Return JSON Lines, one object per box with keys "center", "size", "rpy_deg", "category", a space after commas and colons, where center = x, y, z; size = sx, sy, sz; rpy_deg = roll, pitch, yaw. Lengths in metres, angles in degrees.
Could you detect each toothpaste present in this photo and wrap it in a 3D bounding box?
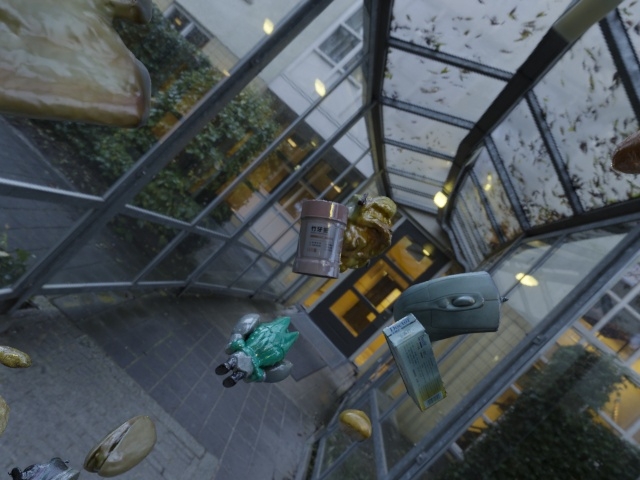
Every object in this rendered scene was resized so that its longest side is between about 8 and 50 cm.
{"center": [0.238, 0.311, 1.018], "size": [0.071, 0.089, 0.312], "rpy_deg": [54, -9, 51], "category": "toothpaste"}

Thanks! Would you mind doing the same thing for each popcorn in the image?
{"center": [0.107, -0.013, 1.416], "size": [0.316, 0.297, 0.280], "rpy_deg": [-1, -46, 45], "category": "popcorn"}

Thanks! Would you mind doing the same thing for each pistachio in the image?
{"center": [-0.551, 0.574, 1.151], "size": [0.136, 0.136, 0.226], "rpy_deg": [46, 12, 9], "category": "pistachio"}

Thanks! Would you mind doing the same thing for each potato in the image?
{"center": [-0.753, 0.288, 1.006], "size": [0.092, 0.046, 0.045], "rpy_deg": [31, 17, -20], "category": "potato"}

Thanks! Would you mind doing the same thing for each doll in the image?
{"center": [-0.173, 0.277, 1.079], "size": [0.259, 0.153, 0.194], "rpy_deg": [12, 58, -46], "category": "doll"}

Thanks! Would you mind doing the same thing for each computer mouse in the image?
{"center": [0.365, 0.201, 1.239], "size": [0.122, 0.371, 0.188], "rpy_deg": [18, 62, -47], "category": "computer mouse"}

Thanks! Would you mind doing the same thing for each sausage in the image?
{"center": [0.594, -0.162, 0.709], "size": [0.098, 0.098, 0.238], "rpy_deg": [46, 8, 4], "category": "sausage"}

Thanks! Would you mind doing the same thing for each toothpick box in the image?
{"center": [0.000, 0.000, 0.853], "size": [0.099, 0.148, 0.098], "rpy_deg": [9, -8, 1], "category": "toothpick box"}

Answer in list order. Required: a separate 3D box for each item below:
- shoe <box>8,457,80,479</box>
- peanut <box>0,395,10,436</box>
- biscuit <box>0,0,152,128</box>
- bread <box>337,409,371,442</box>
{"center": [-0.579, 0.488, 0.813], "size": [0.099, 0.071, 0.169], "rpy_deg": [38, 28, 18], "category": "shoe"}
{"center": [-0.777, 0.468, 0.885], "size": [0.325, 0.140, 0.153], "rpy_deg": [-101, 178, -53], "category": "peanut"}
{"center": [-0.327, -0.256, 0.468], "size": [0.062, 0.236, 0.291], "rpy_deg": [13, 16, 31], "category": "biscuit"}
{"center": [0.083, 0.423, 0.958], "size": [0.082, 0.056, 0.115], "rpy_deg": [27, -29, 17], "category": "bread"}
